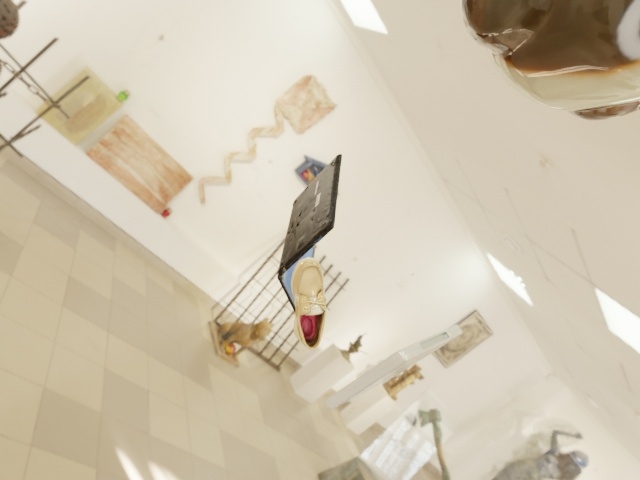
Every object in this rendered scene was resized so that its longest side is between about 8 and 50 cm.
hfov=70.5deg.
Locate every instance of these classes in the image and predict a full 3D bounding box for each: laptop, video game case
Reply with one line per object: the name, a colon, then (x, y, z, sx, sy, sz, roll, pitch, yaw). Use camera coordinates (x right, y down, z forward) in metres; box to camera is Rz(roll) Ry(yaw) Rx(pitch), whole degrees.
laptop: (0.000, 0.000, 0.942, 0.137, 0.264, 0.234, 32, 38, -21)
video game case: (0.160, 0.254, 0.930, 0.285, 0.204, 0.025, 0, 53, -54)

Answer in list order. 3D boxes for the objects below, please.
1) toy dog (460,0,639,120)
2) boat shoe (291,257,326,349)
toy dog: (0.232, -0.310, 0.352, 0.395, 0.407, 0.285, -3, -15, 44)
boat shoe: (-0.015, 0.113, 0.786, 0.059, 0.063, 0.170, -132, -143, -58)
